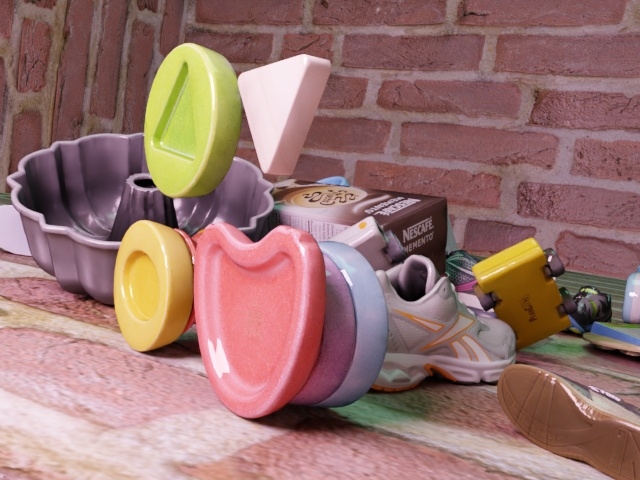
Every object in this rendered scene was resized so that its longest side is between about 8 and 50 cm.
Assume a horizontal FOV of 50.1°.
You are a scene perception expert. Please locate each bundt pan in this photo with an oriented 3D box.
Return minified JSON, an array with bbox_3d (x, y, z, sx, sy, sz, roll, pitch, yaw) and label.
[{"bbox_3d":[-0.230,-0.024,0.900,0.331,0.124,0.330,8,28,-5],"label":"bundt pan"}]

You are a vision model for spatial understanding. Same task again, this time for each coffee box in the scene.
[{"bbox_3d":[0.017,-0.008,1.011,0.297,0.118,0.168,11,22,37],"label":"coffee box"}]

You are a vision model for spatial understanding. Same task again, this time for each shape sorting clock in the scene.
[{"bbox_3d":[0.476,0.148,0.955,0.207,0.040,0.206,4,4,0],"label":"shape sorting clock"}]

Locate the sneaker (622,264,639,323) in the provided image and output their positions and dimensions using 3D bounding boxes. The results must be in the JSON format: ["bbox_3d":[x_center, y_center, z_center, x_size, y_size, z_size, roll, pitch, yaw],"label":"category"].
[{"bbox_3d":[0.736,0.118,1.367,0.208,0.127,0.319,8,13,32],"label":"sneaker"}]

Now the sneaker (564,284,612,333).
[{"bbox_3d":[0.424,0.111,1.121,0.188,0.078,0.067,3,6,-45],"label":"sneaker"}]

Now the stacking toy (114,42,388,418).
[{"bbox_3d":[-0.049,-0.014,0.583,0.131,0.279,0.309,3,10,-39],"label":"stacking toy"}]

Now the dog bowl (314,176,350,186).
[{"bbox_3d":[-0.034,-0.046,1.454,0.166,0.074,0.297,-4,28,43],"label":"dog bowl"}]

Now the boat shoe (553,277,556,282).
[{"bbox_3d":[0.366,0.084,1.254,0.091,0.114,0.302,9,-8,9],"label":"boat shoe"}]

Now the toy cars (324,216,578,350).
[{"bbox_3d":[0.146,0.043,0.795,0.394,0.176,0.087,6,42,-25],"label":"toy cars"}]

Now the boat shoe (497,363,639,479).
[{"bbox_3d":[0.200,0.137,0.507,0.049,0.056,0.152,11,10,-37],"label":"boat shoe"}]

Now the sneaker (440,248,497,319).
[{"bbox_3d":[0.204,0.065,1.129,0.299,0.111,0.121,9,4,34],"label":"sneaker"}]

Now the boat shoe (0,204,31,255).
[{"bbox_3d":[-0.454,-0.009,1.172,0.229,0.080,0.076,8,-2,-13],"label":"boat shoe"}]

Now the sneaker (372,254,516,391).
[{"bbox_3d":[0.119,0.077,0.686,0.263,0.120,0.099,4,6,-43],"label":"sneaker"}]

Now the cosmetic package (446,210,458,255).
[{"bbox_3d":[0.199,-0.004,1.508,0.152,0.151,0.184,-18,-8,26],"label":"cosmetic package"}]
